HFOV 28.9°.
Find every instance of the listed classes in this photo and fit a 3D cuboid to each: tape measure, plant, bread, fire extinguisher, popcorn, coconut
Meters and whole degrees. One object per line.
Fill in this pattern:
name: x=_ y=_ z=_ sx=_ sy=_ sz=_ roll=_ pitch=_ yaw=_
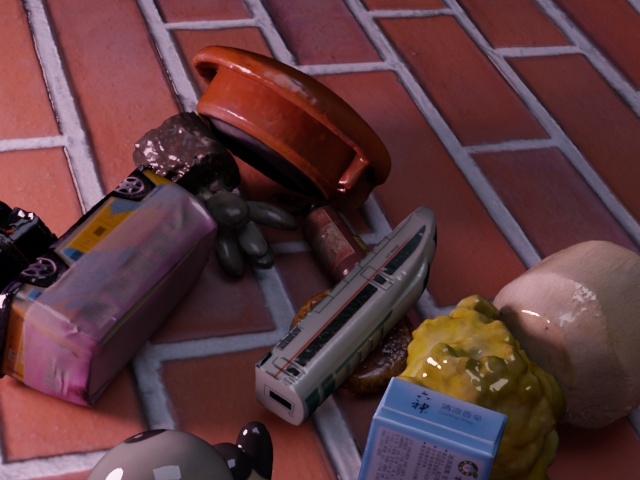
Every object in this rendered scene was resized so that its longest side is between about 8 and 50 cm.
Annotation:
tape measure: x=-0.487 y=0.035 z=1.708 sx=0.223 sy=0.135 sz=0.202 roll=12 pitch=48 yaw=43
plant: x=-0.168 y=-0.064 z=1.924 sx=0.146 sy=0.149 sz=0.274 roll=-44 pitch=73 yaw=2
bread: x=0.047 y=0.142 z=1.771 sx=0.193 sy=0.064 sz=0.193 roll=3 pitch=44 yaw=-3
fire extinguisher: x=0.005 y=-0.006 z=1.924 sx=0.106 sy=0.075 sz=0.252 roll=6 pitch=35 yaw=-35
popcorn: x=0.198 y=0.208 z=1.591 sx=0.235 sy=0.241 sz=0.250 roll=1 pitch=25 yaw=3
coconut: x=0.368 y=0.129 z=1.714 sx=0.247 sy=0.245 sz=0.245 roll=-22 pitch=48 yaw=-35

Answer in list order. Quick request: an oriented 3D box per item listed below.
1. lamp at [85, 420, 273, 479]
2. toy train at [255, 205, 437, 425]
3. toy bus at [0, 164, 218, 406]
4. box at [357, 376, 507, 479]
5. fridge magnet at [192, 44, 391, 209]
lamp: x=-0.164 y=0.300 z=1.432 sx=0.198 sy=0.197 sz=0.244 roll=33 pitch=28 yaw=27
toy train: x=0.067 y=0.089 z=1.719 sx=0.088 sy=0.086 sz=0.407 roll=29 pitch=52 yaw=23
toy bus: x=-0.284 y=0.060 z=1.730 sx=0.162 sy=0.171 sz=0.386 roll=30 pitch=41 yaw=7
box: x=0.120 y=0.287 z=1.463 sx=0.143 sy=0.232 sz=0.083 roll=18 pitch=35 yaw=11
fridge magnet: x=-0.053 y=-0.185 z=1.980 sx=0.364 sy=0.363 sz=0.155 roll=29 pitch=83 yaw=24
